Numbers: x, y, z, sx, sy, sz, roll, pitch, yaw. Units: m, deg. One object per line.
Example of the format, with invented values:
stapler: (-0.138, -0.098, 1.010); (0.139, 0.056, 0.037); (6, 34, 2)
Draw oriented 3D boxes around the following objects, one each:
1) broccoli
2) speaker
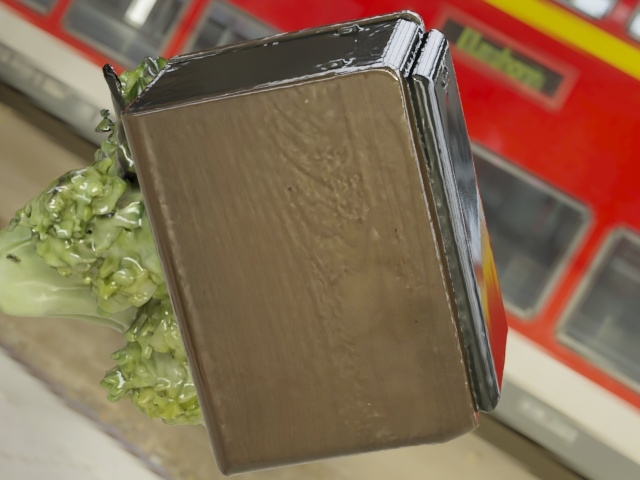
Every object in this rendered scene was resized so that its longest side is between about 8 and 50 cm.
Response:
broccoli: (-0.156, 0.006, 1.601); (0.281, 0.347, 0.293); (-5, 36, 4)
speaker: (0.000, 0.000, 1.066); (0.193, 0.230, 0.153); (-11, 18, 11)
